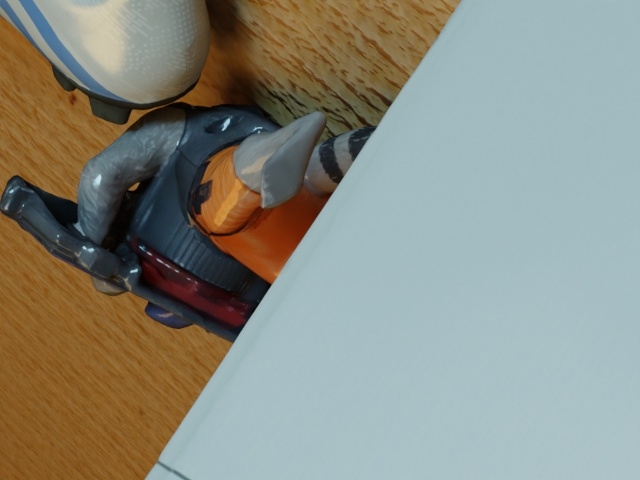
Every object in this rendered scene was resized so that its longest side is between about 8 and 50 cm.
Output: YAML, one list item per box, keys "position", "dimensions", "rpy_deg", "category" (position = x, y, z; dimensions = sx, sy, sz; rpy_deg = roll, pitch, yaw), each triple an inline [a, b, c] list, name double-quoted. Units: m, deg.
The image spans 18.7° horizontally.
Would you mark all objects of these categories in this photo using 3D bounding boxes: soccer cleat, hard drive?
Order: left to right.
- position: [-0.192, -0.204, 1.216]
  dimensions: [0.331, 0.116, 0.143]
  rpy_deg: [32, 136, 27]
  category: "soccer cleat"
- position: [0.099, 0.018, 0.751]
  dimensions: [0.233, 0.353, 0.047]
  rpy_deg: [26, 168, 39]
  category: "hard drive"

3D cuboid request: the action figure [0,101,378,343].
- position: [0.000, 0.000, 1.198]
  dimensions: [0.341, 0.178, 0.330]
  rpy_deg: [29, 175, -31]
  category: "action figure"
